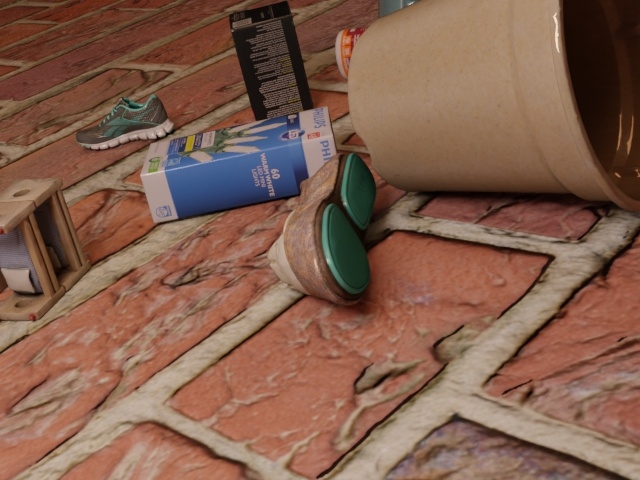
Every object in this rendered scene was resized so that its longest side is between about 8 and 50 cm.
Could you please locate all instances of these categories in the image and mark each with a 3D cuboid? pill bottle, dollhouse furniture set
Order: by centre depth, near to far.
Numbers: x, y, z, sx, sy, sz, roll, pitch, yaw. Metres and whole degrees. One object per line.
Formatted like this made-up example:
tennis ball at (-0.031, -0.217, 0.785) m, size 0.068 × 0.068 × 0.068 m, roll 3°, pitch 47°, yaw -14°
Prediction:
dollhouse furniture set at (-0.407, 0.011, 1.234) m, size 0.184 × 0.129 × 0.129 m, roll -1°, pitch 29°, yaw 21°
pill bottle at (0.108, -0.323, 1.712) m, size 0.152 × 0.086 × 0.086 m, roll -3°, pitch 28°, yaw 20°

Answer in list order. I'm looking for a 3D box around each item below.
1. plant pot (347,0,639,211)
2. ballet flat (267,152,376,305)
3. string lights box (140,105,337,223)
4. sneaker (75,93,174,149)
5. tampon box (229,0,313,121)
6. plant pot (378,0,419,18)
plant pot at (0.212, -0.182, 1.168) m, size 0.305 × 0.334 × 0.334 m, roll -7°, pitch 24°, yaw 38°
ballet flat at (0.000, 0.000, 1.128) m, size 0.106 × 0.107 × 0.316 m, roll -27°, pitch 16°, yaw 19°
string lights box at (-0.106, -0.105, 1.387) m, size 0.260 × 0.076 × 0.133 m, roll -12°, pitch 25°, yaw 2°
sneaker at (-0.333, -0.203, 1.689) m, size 0.166 × 0.076 × 0.065 m, roll -13°, pitch 25°, yaw 2°
tampon box at (-0.081, -0.294, 1.658) m, size 0.101 × 0.161 × 0.120 m, roll -14°, pitch 25°, yaw 0°
plant pot at (0.194, -0.373, 1.384) m, size 0.247 × 0.247 × 0.252 m, roll 3°, pitch 18°, yaw 7°
